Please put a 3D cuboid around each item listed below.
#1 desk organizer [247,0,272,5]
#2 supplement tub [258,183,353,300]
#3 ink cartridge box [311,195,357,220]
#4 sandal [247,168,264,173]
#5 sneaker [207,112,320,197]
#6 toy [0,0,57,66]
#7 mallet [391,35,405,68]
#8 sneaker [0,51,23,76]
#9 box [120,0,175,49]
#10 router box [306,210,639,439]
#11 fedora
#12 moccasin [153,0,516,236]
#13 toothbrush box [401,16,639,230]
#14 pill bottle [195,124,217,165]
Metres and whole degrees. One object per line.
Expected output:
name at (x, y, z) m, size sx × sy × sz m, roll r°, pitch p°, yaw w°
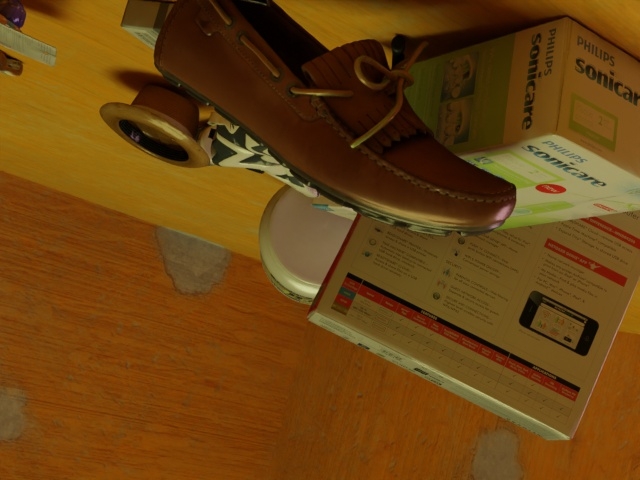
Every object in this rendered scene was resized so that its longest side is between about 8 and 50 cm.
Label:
desk organizer at (-0.101, -0.251, 0.994) m, size 0.130 × 0.050 × 0.047 m, roll 14°, pitch 173°, yaw 7°
supplement tub at (0.000, 0.000, 2.068) m, size 0.228 × 0.228 × 0.316 m, roll 15°, pitch 173°, yaw 0°
ink cartridge box at (0.076, -0.078, 1.848) m, size 0.143 × 0.089 × 0.092 m, roll 18°, pitch 173°, yaw -34°
sandal at (-0.139, -0.153, 1.953) m, size 0.067 × 0.040 × 0.179 m, roll 23°, pitch -175°, yaw -23°
sneaker at (-0.088, -0.140, 1.693) m, size 0.153 × 0.094 × 0.235 m, roll 13°, pitch 173°, yaw 27°
toy at (-0.423, -0.289, 1.345) m, size 0.237 × 0.056 × 0.137 m, roll 21°, pitch 175°, yaw -13°
mallet at (0.087, -0.185, 1.240) m, size 0.039 × 0.062 × 0.189 m, roll 10°, pitch 158°, yaw 6°
sneaker at (-0.497, -0.272, 1.721) m, size 0.037 × 0.031 × 0.083 m, roll 11°, pitch 172°, yaw 26°
box at (-0.111, -0.225, 1.281) m, size 0.186 × 0.038 × 0.145 m, roll 12°, pitch 173°, yaw 26°
router box at (0.200, 0.032, 1.340) m, size 0.336 × 0.301 × 0.082 m, roll 27°, pitch 167°, yaw -2°
fedora at (-0.236, -0.180, 1.683) m, size 0.194 × 0.079 × 0.194 m, roll 23°, pitch 166°, yaw 6°
moccasin at (0.019, -0.133, 1.024) m, size 0.380 × 0.147 × 0.139 m, roll 38°, pitch -155°, yaw 25°
toothbrush box at (0.195, -0.103, 1.132) m, size 0.206 × 0.122 × 0.283 m, roll 20°, pitch 160°, yaw -37°
pill bottle at (-0.189, -0.157, 1.862) m, size 0.067 × 0.067 × 0.120 m, roll 18°, pitch 172°, yaw -28°
